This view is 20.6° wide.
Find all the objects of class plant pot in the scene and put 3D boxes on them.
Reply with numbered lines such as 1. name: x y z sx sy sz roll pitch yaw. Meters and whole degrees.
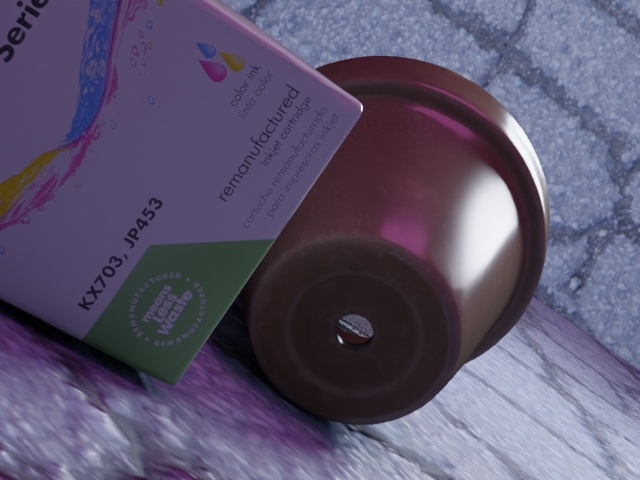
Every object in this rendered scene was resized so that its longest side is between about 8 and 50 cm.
1. plant pot: 0.037 0.017 1.305 0.263 0.263 0.229 35 23 -6

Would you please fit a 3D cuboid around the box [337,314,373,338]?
1. box: -0.001 0.066 1.574 0.116 0.029 0.162 33 5 -9

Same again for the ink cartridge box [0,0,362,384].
1. ink cartridge box: -0.179 -0.091 0.971 0.353 0.207 0.119 31 7 -31
